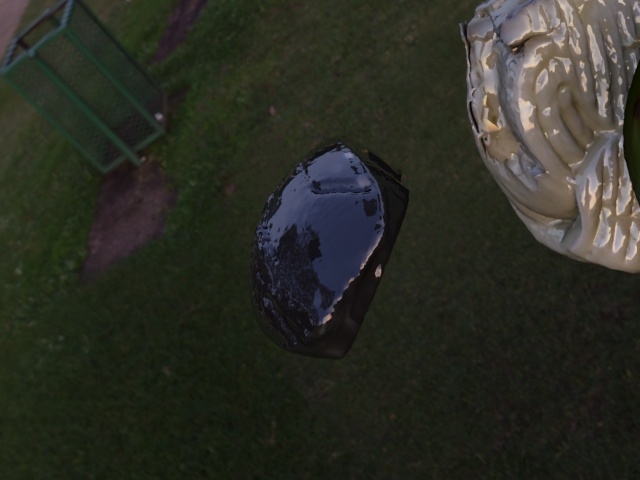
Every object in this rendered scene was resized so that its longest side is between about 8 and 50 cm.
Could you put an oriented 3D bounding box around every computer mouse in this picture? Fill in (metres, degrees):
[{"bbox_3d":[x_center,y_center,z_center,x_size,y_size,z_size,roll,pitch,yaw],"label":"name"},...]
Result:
[{"bbox_3d":[0.000,0.000,0.510,0.217,0.073,0.122,-61,-5,-83],"label":"computer mouse"}]

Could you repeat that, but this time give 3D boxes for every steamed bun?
[{"bbox_3d":[0.302,-0.150,0.887,0.347,0.394,0.237,-62,18,4],"label":"steamed bun"}]

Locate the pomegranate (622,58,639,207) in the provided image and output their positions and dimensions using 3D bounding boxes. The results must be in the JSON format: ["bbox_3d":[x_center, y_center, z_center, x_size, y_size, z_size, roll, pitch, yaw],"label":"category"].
[{"bbox_3d":[0.385,-0.121,0.602,0.309,0.216,0.358,18,51,45],"label":"pomegranate"}]
